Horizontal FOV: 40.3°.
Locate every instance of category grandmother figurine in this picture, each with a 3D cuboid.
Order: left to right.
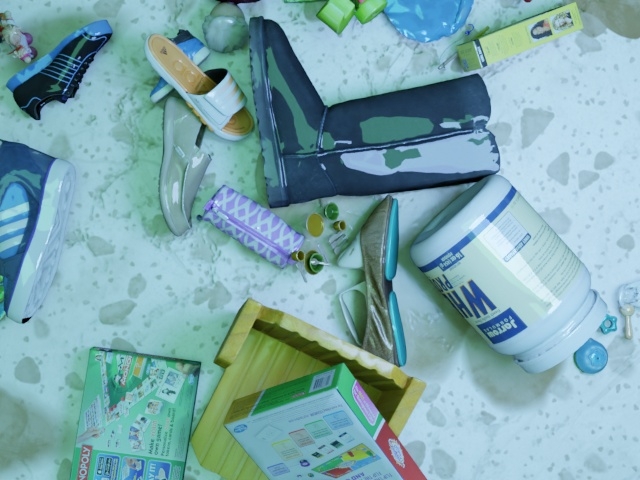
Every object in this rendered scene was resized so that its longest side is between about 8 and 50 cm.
[{"bbox_3d":[-0.156,-0.530,1.676,0.207,0.104,0.343,12,92,23],"label":"grandmother figurine"}]

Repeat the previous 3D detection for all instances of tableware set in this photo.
[{"bbox_3d":[0.000,0.000,1.662,0.154,0.024,0.104,-43,116,-37],"label":"tableware set"}]

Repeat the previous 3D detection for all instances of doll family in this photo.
[{"bbox_3d":[-0.621,-0.437,1.602,0.118,0.163,0.263,-18,91,-4],"label":"doll family"}]

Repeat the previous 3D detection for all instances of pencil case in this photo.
[{"bbox_3d":[-0.130,-0.026,1.672,0.206,0.088,0.086,31,96,-4],"label":"pencil case"}]

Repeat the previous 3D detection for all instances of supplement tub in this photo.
[{"bbox_3d":[0.352,0.064,1.633,0.235,0.235,0.325,-43,92,-3],"label":"supplement tub"}]

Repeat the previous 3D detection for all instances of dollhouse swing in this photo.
[{"bbox_3d":[-0.053,0.325,1.590,0.346,0.315,0.305,27,77,-4],"label":"dollhouse swing"}]

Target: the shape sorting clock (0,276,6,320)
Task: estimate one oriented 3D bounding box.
[{"bbox_3d":[-0.683,0.082,1.654,0.206,0.040,0.206,0,90,-4],"label":"shape sorting clock"}]

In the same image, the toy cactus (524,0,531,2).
[{"bbox_3d":[0.400,-0.596,1.720,0.180,0.112,0.219,28,96,6],"label":"toy cactus"}]

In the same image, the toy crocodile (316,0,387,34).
[{"bbox_3d":[0.128,-0.515,1.649,0.340,0.105,0.115,-38,91,-7],"label":"toy crocodile"}]

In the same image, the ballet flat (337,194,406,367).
[{"bbox_3d":[0.096,0.085,1.690,0.124,0.116,0.343,-2,94,14],"label":"ballet flat"}]

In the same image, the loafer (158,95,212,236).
[{"bbox_3d":[-0.253,-0.142,1.658,0.092,0.102,0.269,0,89,2],"label":"loafer"}]

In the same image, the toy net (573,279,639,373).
[{"bbox_3d":[0.578,0.154,1.747,0.122,0.045,0.232,41,85,-1],"label":"toy net"}]

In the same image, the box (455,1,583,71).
[{"bbox_3d":[0.387,-0.396,1.699,0.232,0.087,0.058,-24,101,-13],"label":"box"}]

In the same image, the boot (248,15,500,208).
[{"bbox_3d":[0.100,-0.264,1.659,0.444,0.146,0.367,-8,100,-1],"label":"boot"}]

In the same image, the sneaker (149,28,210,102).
[{"bbox_3d":[-0.292,-0.340,1.676,0.084,0.058,0.152,45,82,-8],"label":"sneaker"}]

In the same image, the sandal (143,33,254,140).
[{"bbox_3d":[-0.212,-0.291,1.623,0.265,0.076,0.102,41,46,-26],"label":"sandal"}]

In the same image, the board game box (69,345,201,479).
[{"bbox_3d":[-0.358,0.376,1.673,0.213,0.046,0.318,9,89,-3],"label":"board game box"}]

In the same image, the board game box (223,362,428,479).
[{"bbox_3d":[0.017,0.380,1.533,0.242,0.064,0.317,-22,115,26],"label":"board game box"}]

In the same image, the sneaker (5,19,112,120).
[{"bbox_3d":[-0.479,-0.323,1.658,0.232,0.081,0.090,-35,95,3],"label":"sneaker"}]

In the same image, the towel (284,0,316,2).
[{"bbox_3d":[-0.024,-0.547,1.718,0.113,0.023,0.152,-6,90,-4],"label":"towel"}]

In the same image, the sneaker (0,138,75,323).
[{"bbox_3d":[-0.608,-0.028,1.621,0.236,0.130,0.323,15,89,0],"label":"sneaker"}]

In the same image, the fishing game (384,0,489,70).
[{"bbox_3d":[0.210,-0.482,1.728,0.189,0.041,0.264,-45,93,-8],"label":"fishing game"}]
